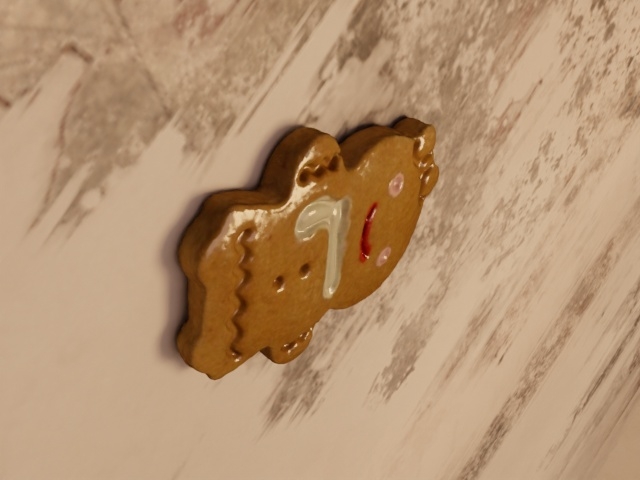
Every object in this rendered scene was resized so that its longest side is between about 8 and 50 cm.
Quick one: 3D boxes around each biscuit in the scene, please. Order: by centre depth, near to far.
[{"bbox_3d":[0.002,0.001,0.636,0.249,0.035,0.184,-26,136,-43],"label":"biscuit"}]
